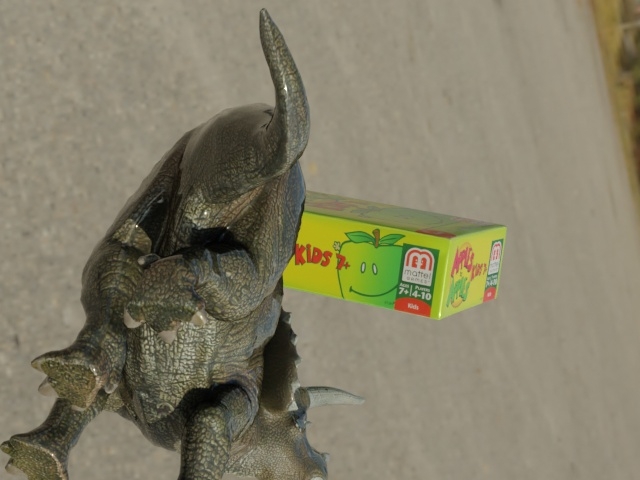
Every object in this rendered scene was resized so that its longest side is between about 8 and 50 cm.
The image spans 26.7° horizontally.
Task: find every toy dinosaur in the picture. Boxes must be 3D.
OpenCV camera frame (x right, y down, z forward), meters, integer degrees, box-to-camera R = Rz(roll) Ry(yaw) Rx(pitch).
[{"bbox_3d":[-0.055,0.020,0.579,0.160,0.121,0.314,-68,163,-48],"label":"toy dinosaur"}]

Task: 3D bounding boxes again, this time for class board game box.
[{"bbox_3d":[0.000,0.000,0.742,0.092,0.181,0.043,-11,111,-64],"label":"board game box"}]
